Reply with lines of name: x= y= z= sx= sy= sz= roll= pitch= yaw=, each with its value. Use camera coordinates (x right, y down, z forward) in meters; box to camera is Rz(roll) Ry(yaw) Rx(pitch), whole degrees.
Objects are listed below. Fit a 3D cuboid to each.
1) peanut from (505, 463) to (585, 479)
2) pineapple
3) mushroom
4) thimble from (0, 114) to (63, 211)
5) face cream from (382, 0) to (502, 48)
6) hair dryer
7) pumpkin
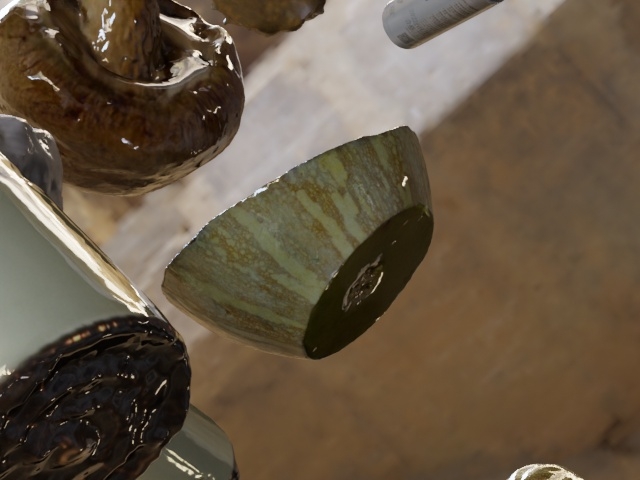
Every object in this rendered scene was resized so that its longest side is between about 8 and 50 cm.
peanut: x=0.268 y=0.323 z=1.634 sx=0.319 sy=0.147 sz=0.147 roll=43 pitch=-176 yaw=31
pineapple: x=-0.038 y=-0.234 z=1.364 sx=0.237 sy=0.119 sz=0.111 roll=-87 pitch=-20 yaw=-65
mushroom: x=-0.199 y=-0.166 z=1.762 sx=0.263 sy=0.195 sz=0.283 roll=7 pitch=-119 yaw=-23
thimble: x=-0.280 y=-0.004 z=1.194 sx=0.217 sy=0.157 sz=0.245 roll=11 pitch=170 yaw=-22
face cream: x=0.088 y=-0.150 z=1.089 sx=0.034 sy=0.034 sz=0.130 roll=45 pitch=146 yaw=-17
hair dryer: x=-0.121 y=0.068 z=0.857 sx=0.203 sy=0.128 sz=0.362 roll=41 pitch=176 yaw=29
pumpkin: x=0.004 y=0.017 z=1.299 sx=0.110 sy=0.217 sz=0.217 roll=55 pitch=-170 yaw=22
